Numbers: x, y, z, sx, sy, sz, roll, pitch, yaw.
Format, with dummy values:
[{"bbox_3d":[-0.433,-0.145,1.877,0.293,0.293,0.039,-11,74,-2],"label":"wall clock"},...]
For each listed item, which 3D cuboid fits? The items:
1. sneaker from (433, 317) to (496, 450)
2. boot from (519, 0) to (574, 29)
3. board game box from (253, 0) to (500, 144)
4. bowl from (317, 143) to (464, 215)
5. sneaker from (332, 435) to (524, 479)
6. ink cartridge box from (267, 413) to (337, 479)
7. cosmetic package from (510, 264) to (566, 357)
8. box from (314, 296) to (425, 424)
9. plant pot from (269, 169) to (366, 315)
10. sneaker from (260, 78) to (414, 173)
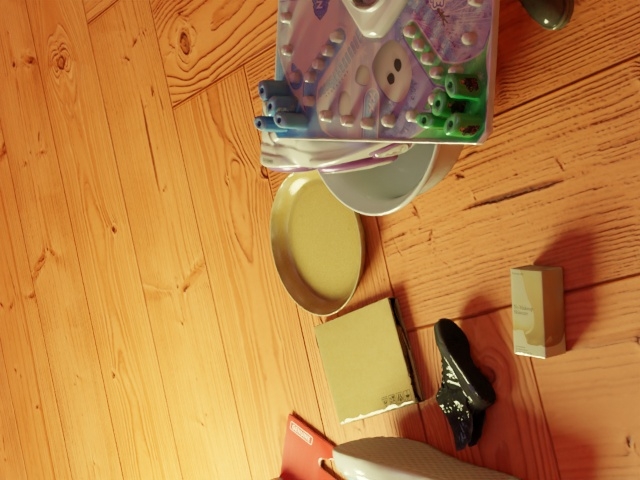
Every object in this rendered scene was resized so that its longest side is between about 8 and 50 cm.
[{"bbox_3d":[0.187,0.201,1.797,0.089,0.051,0.170,-47,63,41],"label":"sneaker"},{"bbox_3d":[0.191,-0.333,1.557,0.076,0.208,0.190,-50,58,44],"label":"boot"},{"bbox_3d":[0.056,-0.313,1.514,0.390,0.050,0.390,7,95,51],"label":"board game box"},{"bbox_3d":[0.111,-0.187,1.754,0.297,0.134,0.298,15,109,50],"label":"bowl"},{"bbox_3d":[0.144,0.383,1.822,0.366,0.135,0.150,12,103,52],"label":"sneaker"},{"bbox_3d":[-0.005,0.466,2.091,0.296,0.066,0.261,30,121,46],"label":"ink cartridge box"},{"bbox_3d":[0.282,0.091,1.660,0.060,0.041,0.115,2,99,53],"label":"cosmetic package"},{"bbox_3d":[0.072,0.187,1.971,0.201,0.021,0.165,-27,76,52],"label":"box"},{"bbox_3d":[0.000,0.000,2.022,0.236,0.032,0.236,15,109,50],"label":"plant pot"},{"bbox_3d":[0.008,-0.165,1.688,0.305,0.114,0.152,4,101,53],"label":"sneaker"}]
